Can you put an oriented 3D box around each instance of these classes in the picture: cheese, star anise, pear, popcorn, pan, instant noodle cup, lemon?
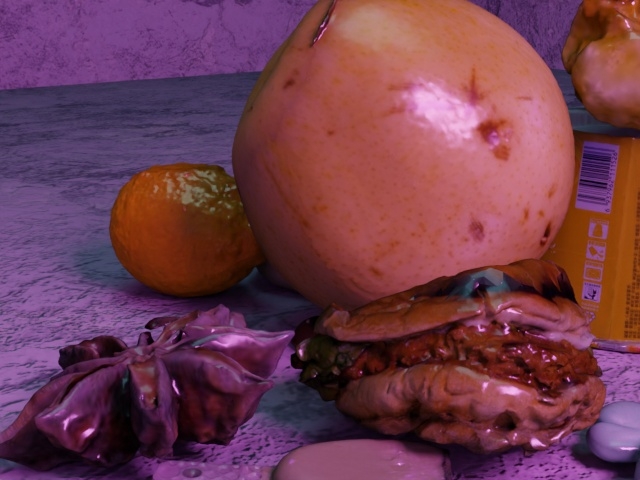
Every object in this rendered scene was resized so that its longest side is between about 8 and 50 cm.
[{"bbox_3d":[-0.011,0.155,0.599,0.192,0.037,0.097,3,15,5],"label":"cheese"},{"bbox_3d":[-0.112,0.105,0.675,0.231,0.089,0.209,-14,13,-40],"label":"star anise"},{"bbox_3d":[0.066,-0.072,0.836,0.309,0.309,0.309,1,16,0],"label":"pear"},{"bbox_3d":[0.332,-0.225,0.876,0.174,0.225,0.286,6,15,35],"label":"popcorn"},{"bbox_3d":[0.002,0.091,0.842,0.068,0.023,0.115,6,17,12],"label":"pan"},{"bbox_3d":[0.314,-0.025,0.949,0.264,0.200,0.264,-1,16,0],"label":"instant noodle cup"},{"bbox_3d":[-0.133,-0.011,0.979,0.187,0.142,0.142,10,19,19],"label":"lemon"}]

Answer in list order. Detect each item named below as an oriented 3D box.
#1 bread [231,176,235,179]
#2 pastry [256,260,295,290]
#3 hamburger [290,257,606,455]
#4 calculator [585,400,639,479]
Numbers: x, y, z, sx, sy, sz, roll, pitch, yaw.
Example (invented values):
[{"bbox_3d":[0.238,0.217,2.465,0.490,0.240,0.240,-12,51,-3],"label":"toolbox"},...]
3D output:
[{"bbox_3d":[-0.127,-0.032,1.150,0.177,0.084,0.119,-4,19,-19],"label":"bread"},{"bbox_3d":[0.000,0.000,1.043,0.156,0.092,0.156,-3,10,1],"label":"pastry"},{"bbox_3d":[0.099,0.076,0.675,0.206,0.130,0.183,0,-7,40],"label":"hamburger"},{"bbox_3d":[0.312,0.157,0.600,0.295,0.042,0.184,15,21,37],"label":"calculator"}]
